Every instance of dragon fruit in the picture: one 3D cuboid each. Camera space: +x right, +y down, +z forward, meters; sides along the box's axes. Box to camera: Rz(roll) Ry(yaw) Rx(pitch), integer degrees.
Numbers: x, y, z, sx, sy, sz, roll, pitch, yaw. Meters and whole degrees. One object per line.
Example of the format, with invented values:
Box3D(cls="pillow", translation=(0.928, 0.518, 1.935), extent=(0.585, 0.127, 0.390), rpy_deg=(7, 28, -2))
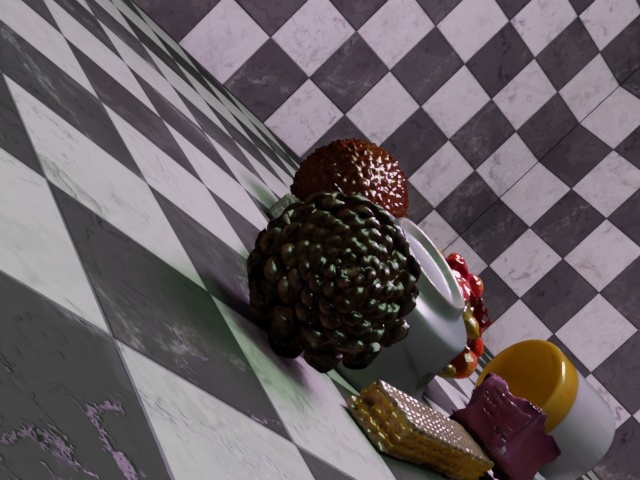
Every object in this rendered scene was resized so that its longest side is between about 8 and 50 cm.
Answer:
Box3D(cls="dragon fruit", translation=(0.227, 0.147, 1.922), extent=(0.307, 0.227, 0.243), rpy_deg=(53, 13, 28))

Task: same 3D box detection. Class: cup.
Box3D(cls="cup", translation=(0.108, 0.079, 1.491), extent=(0.347, 0.163, 0.347), rpy_deg=(48, 19, -22))

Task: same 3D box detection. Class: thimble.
Box3D(cls="thimble", translation=(-0.059, -0.050, 2.008), extent=(0.084, 0.062, 0.110), rpy_deg=(49, 7, 11))

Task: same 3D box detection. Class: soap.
Box3D(cls="soap", translation=(0.303, 0.316, 1.611), extent=(0.182, 0.112, 0.289), rpy_deg=(44, -8, 11))

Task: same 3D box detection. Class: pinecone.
Box3D(cls="pinecone", translation=(0.013, 0.051, 1.202), extent=(0.221, 0.221, 0.221), rpy_deg=(46, 6, -6))

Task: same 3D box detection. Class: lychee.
Box3D(cls="lychee", translation=(0.068, -0.090, 2.156), extent=(0.276, 0.276, 0.304), rpy_deg=(46, -2, 1))

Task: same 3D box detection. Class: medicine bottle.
Box3D(cls="medicine bottle", translation=(0.490, 0.376, 2.157), extent=(0.232, 0.238, 0.238), rpy_deg=(45, 6, -26))

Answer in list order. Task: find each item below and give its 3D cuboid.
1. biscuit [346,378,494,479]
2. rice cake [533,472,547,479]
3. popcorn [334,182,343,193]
Box3D(cls="biscuit", translation=(0.148, 0.272, 1.363), extent=(0.094, 0.054, 0.378), rpy_deg=(50, 7, 33))
Box3D(cls="rice cake", translation=(0.382, 0.438, 1.925), extent=(0.127, 0.043, 0.237), rpy_deg=(52, 9, 35))
Box3D(cls="popcorn", translation=(0.046, 0.017, 1.873), extent=(0.195, 0.173, 0.168), rpy_deg=(41, 19, 0))
